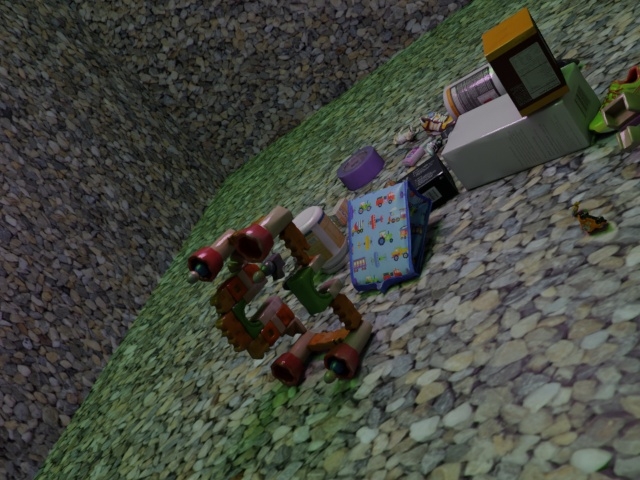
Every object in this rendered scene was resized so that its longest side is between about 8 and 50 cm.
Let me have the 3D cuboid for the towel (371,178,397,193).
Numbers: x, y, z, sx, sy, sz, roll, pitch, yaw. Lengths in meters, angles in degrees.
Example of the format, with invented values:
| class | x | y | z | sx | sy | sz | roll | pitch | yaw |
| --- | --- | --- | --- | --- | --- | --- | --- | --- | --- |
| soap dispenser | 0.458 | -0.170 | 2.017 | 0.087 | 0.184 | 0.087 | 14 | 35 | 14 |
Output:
| class | x | y | z | sx | sy | sz | roll | pitch | yaw |
| --- | --- | --- | --- | --- | --- | --- | --- | --- | --- |
| towel | 0.223 | -0.155 | 2.196 | 0.113 | 0.023 | 0.152 | -26 | 23 | 31 |

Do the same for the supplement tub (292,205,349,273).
| class | x | y | z | sx | sy | sz | roll | pitch | yaw |
| --- | --- | --- | --- | --- | --- | --- | --- | --- | --- |
| supplement tub | 0.000 | 0.000 | 2.024 | 0.144 | 0.200 | 0.144 | -35 | 21 | 16 |

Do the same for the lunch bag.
| class | x | y | z | sx | sy | sz | roll | pitch | yaw |
| --- | --- | --- | --- | --- | --- | --- | --- | --- | --- |
| lunch bag | 0.187 | 0.008 | 1.745 | 0.221 | 0.138 | 0.293 | -17 | 54 | 40 |

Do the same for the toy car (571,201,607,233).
| class | x | y | z | sx | sy | sz | roll | pitch | yaw |
| --- | --- | --- | --- | --- | --- | --- | --- | --- | --- |
| toy car | 0.583 | -0.047 | 1.329 | 0.122 | 0.060 | 0.041 | -48 | -30 | -66 |

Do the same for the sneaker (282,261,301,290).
| class | x | y | z | sx | sy | sz | roll | pitch | yaw |
| --- | --- | --- | --- | --- | --- | --- | --- | --- | --- |
| sneaker | -0.073 | 0.109 | 2.160 | 0.170 | 0.051 | 0.089 | -40 | 20 | -7 |

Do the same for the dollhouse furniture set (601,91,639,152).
| class | x | y | z | sx | sy | sz | roll | pitch | yaw |
| --- | --- | --- | --- | --- | --- | --- | --- | --- | --- |
| dollhouse furniture set | 0.781 | -0.209 | 1.231 | 0.286 | 0.198 | 0.304 | 130 | 142 | -56 |

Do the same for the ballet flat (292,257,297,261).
| class | x | y | z | sx | sy | sz | roll | pitch | yaw |
| --- | --- | --- | --- | --- | --- | --- | --- | --- | --- |
| ballet flat | -0.066 | 0.037 | 2.302 | 0.041 | 0.041 | 0.114 | -16 | 41 | 50 |

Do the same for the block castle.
| class | x | y | z | sx | sy | sz | roll | pitch | yaw |
| --- | --- | --- | --- | --- | --- | --- | --- | --- | --- |
| block castle | -0.112 | 0.165 | 1.548 | 0.303 | 0.453 | 0.213 | -20 | 22 | 44 |

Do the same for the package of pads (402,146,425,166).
| class | x | y | z | sx | sy | sz | roll | pitch | yaw |
| --- | --- | --- | --- | --- | --- | --- | --- | --- | --- |
| package of pads | 0.345 | -0.309 | 2.260 | 0.083 | 0.032 | 0.050 | -48 | 24 | -15 |

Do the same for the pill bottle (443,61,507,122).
| class | x | y | z | sx | sy | sz | roll | pitch | yaw |
| --- | --- | --- | --- | --- | --- | --- | --- | --- | --- |
| pill bottle | 0.573 | -0.519 | 2.084 | 0.278 | 0.162 | 0.162 | -24 | 27 | 40 |

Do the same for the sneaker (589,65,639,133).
| class | x | y | z | sx | sy | sz | roll | pitch | yaw |
| --- | --- | --- | --- | --- | --- | --- | --- | --- | --- |
| sneaker | 0.747 | -0.355 | 1.538 | 0.208 | 0.094 | 0.081 | -45 | 22 | -3 |

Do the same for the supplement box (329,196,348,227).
| class | x | y | z | sx | sy | sz | roll | pitch | yaw |
| --- | --- | --- | --- | --- | --- | --- | --- | --- | --- |
| supplement box | 0.080 | -0.106 | 2.288 | 0.036 | 0.062 | 0.098 | -17 | 32 | 45 |

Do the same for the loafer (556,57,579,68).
| class | x | y | z | sx | sy | sz | roll | pitch | yaw |
| --- | --- | --- | --- | --- | --- | --- | --- | --- | --- |
| loafer | 0.763 | -0.555 | 1.978 | 0.061 | 0.062 | 0.170 | -24 | 18 | -17 |

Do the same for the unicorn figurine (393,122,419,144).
| class | x | y | z | sx | sy | sz | roll | pitch | yaw |
| --- | --- | --- | --- | --- | --- | --- | --- | --- | --- |
| unicorn figurine | 0.352 | -0.430 | 2.469 | 0.162 | 0.060 | 0.111 | -43 | 13 | 52 |

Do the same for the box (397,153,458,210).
| class | x | y | z | sx | sy | sz | roll | pitch | yaw |
| --- | --- | --- | --- | --- | --- | --- | --- | --- | --- |
| box | 0.333 | -0.169 | 1.913 | 0.156 | 0.093 | 0.158 | -35 | 23 | 19 |

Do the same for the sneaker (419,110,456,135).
| class | x | y | z | sx | sy | sz | roll | pitch | yaw |
| --- | --- | --- | --- | --- | --- | --- | --- | --- | --- |
| sneaker | 0.442 | -0.445 | 2.280 | 0.070 | 0.084 | 0.185 | -51 | 22 | -23 |

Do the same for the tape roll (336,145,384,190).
| class | x | y | z | sx | sy | sz | roll | pitch | yaw |
| --- | --- | --- | --- | --- | --- | --- | --- | --- | --- |
| tape roll | 0.163 | -0.296 | 2.494 | 0.189 | 0.080 | 0.189 | -36 | 20 | 16 |

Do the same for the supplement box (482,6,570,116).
| class | x | y | z | sx | sy | sz | roll | pitch | yaw |
| --- | --- | --- | --- | --- | --- | --- | --- | --- | --- |
| supplement box | 0.522 | -0.457 | 1.561 | 0.129 | 0.194 | 0.191 | -28 | 23 | 27 |

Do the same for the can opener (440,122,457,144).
| class | x | y | z | sx | sy | sz | roll | pitch | yaw |
| --- | --- | --- | --- | --- | --- | --- | --- | --- | --- |
| can opener | 0.505 | -0.381 | 2.081 | 0.186 | 0.073 | 0.059 | -27 | 16 | 13 |

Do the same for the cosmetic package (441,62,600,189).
| class | x | y | z | sx | sy | sz | roll | pitch | yaw |
| --- | --- | --- | --- | --- | --- | --- | --- | --- | --- |
| cosmetic package | 0.554 | -0.312 | 1.719 | 0.385 | 0.156 | 0.217 | -21 | 29 | 47 |

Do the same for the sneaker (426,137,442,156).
| class | x | y | z | sx | sy | sz | roll | pitch | yaw |
| --- | --- | --- | --- | --- | --- | --- | --- | --- | --- |
| sneaker | 0.416 | -0.343 | 2.190 | 0.069 | 0.038 | 0.098 | -34 | 22 | 23 |

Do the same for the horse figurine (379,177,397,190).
| class | x | y | z | sx | sy | sz | roll | pitch | yaw |
| --- | --- | --- | --- | --- | --- | --- | --- | --- | --- |
| horse figurine | 0.229 | -0.104 | 2.014 | 0.174 | 0.066 | 0.263 | -46 | 19 | 3 |
